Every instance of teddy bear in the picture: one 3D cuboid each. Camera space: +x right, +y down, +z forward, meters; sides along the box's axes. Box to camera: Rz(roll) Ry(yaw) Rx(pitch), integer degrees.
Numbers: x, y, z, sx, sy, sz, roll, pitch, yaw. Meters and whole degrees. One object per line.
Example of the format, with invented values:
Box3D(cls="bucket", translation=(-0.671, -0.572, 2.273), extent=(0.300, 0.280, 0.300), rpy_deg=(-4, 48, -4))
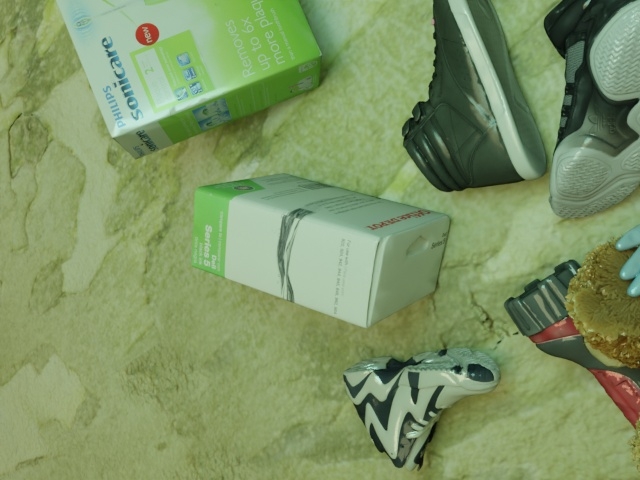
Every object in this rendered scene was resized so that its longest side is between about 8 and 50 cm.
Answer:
Box3D(cls="teddy bear", translation=(0.382, 0.136, 0.619), extent=(0.338, 0.245, 0.113), rpy_deg=(20, 155, 9))

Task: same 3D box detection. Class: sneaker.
Box3D(cls="sneaker", translation=(0.147, -0.190, 0.779), extent=(0.147, 0.105, 0.295), rpy_deg=(-20, 87, 37))
Box3D(cls="sneaker", translation=(0.292, -0.156, 0.695), extent=(0.102, 0.153, 0.268), rpy_deg=(-3, 138, -3))
Box3D(cls="sneaker", translation=(0.143, 0.233, 0.875), extent=(0.235, 0.094, 0.152), rpy_deg=(-14, 93, 35))

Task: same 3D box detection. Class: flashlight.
Box3D(cls="flashlight", translation=(0.334, 0.169, 0.734), extent=(0.304, 0.103, 0.103), rpy_deg=(57, 150, 10))

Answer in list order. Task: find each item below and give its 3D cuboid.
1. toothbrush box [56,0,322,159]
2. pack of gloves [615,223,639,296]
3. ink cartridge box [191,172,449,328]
Box3D(cls="toothbrush box", translation=(-0.166, -0.263, 0.873), extent=(0.283, 0.122, 0.206), rpy_deg=(-22, 85, -3))
Box3D(cls="pack of gloves", translation=(0.400, 0.022, 0.587), extent=(0.195, 0.232, 0.046), rpy_deg=(52, 164, 19))
Box3D(cls="ink cartridge box", translation=(0.000, 0.000, 0.857), extent=(0.273, 0.198, 0.114), rpy_deg=(17, 109, 30))
